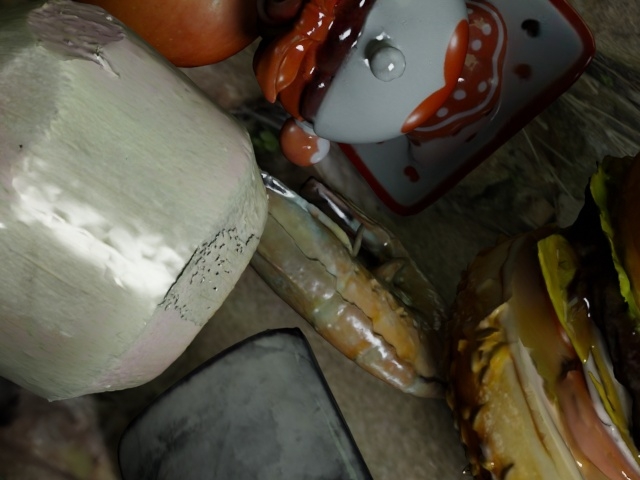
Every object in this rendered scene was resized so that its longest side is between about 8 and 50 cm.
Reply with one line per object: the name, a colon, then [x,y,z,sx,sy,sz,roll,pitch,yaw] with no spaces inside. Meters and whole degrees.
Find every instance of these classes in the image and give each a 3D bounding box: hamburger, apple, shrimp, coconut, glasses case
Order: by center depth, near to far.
glasses case: [0.012,0.186,0.482,0.060,0.114,0.299,17,39,-54]
coconut: [-0.123,-0.026,0.531,0.183,0.171,0.171,37,36,-15]
hamburger: [0.201,0.089,0.671,0.291,0.225,0.291,38,34,-32]
shrimp: [-0.001,0.001,0.726,0.251,0.052,0.143,45,24,-14]
apple: [-0.089,-0.189,0.751,0.163,0.139,0.163,26,27,-15]

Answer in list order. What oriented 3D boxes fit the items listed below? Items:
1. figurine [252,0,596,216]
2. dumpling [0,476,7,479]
figurine: [0.029,-0.116,0.709,0.160,0.183,0.226,52,22,12]
dumpling: [-0.107,0.182,0.347,0.395,0.233,0.315,55,3,21]
